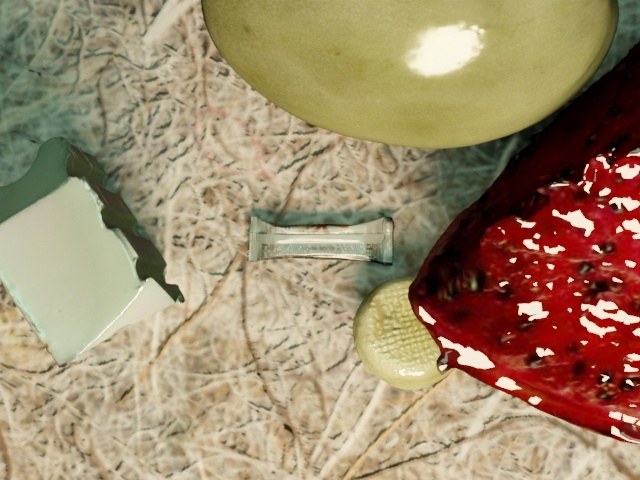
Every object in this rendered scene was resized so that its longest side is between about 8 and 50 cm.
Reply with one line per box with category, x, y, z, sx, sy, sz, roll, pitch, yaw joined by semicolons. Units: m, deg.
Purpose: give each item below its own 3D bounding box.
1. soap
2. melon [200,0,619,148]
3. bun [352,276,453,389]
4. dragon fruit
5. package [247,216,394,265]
soap;-0.172;0.009;1.395;0.091;0.230;0.145;-35;88;0
melon;0.067;-0.191;1.387;0.308;0.272;0.272;21;89;14
bun;0.065;0.070;1.477;0.086;0.055;0.086;1;76;-5
dragon fruit;0.269;0.024;1.459;0.329;0.228;0.286;41;123;-17
package;0.000;0.000;1.498;0.110;0.015;0.037;1;88;0
